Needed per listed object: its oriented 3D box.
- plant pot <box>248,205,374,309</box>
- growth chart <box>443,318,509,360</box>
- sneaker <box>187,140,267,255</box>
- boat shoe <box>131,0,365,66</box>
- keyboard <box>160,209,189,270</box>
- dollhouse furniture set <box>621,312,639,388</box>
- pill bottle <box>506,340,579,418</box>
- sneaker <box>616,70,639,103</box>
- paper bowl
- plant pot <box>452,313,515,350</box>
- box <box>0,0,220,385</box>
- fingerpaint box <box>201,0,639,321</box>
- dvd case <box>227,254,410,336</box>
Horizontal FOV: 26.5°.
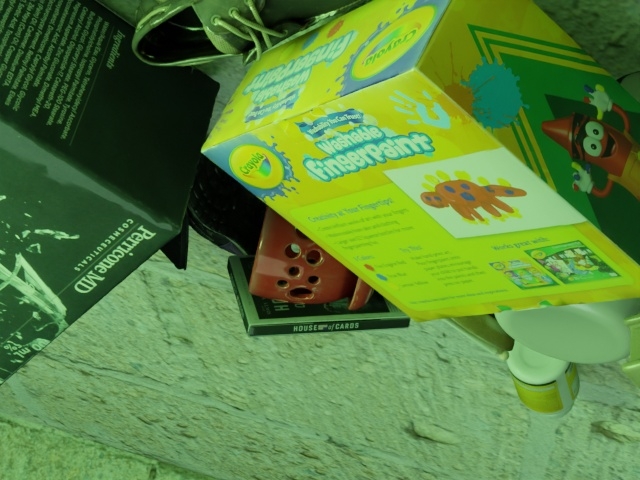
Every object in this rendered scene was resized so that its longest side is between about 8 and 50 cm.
[{"bbox_3d":[0.000,0.000,1.921,0.174,0.191,0.191,11,155,-3],"label":"plant pot"},{"bbox_3d":[0.180,0.088,1.997,0.172,0.021,0.237,31,-167,-30],"label":"growth chart"},{"bbox_3d":[-0.178,-0.056,2.033,0.124,0.107,0.283,10,154,33],"label":"sneaker"},{"bbox_3d":[-0.074,-0.255,1.514,0.355,0.130,0.132,-7,144,44],"label":"boat shoe"},{"bbox_3d":[-0.262,-0.068,2.049,0.201,0.033,0.317,47,163,8],"label":"keyboard"},{"bbox_3d":[0.512,0.123,1.654,0.259,0.262,0.135,-20,137,39],"label":"dollhouse furniture set"},{"bbox_3d":[0.360,0.217,2.180,0.103,0.103,0.184,9,153,22],"label":"pill bottle"},{"bbox_3d":[0.426,-0.165,1.388,0.272,0.100,0.108,0,135,30],"label":"sneaker"},{"bbox_3d":[0.345,0.064,1.833,0.284,0.148,0.284,17,154,8],"label":"paper bowl"},{"bbox_3d":[0.193,0.072,1.963,0.236,0.032,0.236,37,-169,-9],"label":"plant pot"},{"bbox_3d":[-0.469,-0.115,1.730,0.472,0.297,0.480,32,132,-24],"label":"box"},{"bbox_3d":[0.138,-0.088,1.502,0.371,0.163,0.445,38,156,-21],"label":"fingerpaint box"},{"bbox_3d":[-0.006,0.076,2.001,0.239,0.179,0.029,-2,123,-14],"label":"dvd case"}]
